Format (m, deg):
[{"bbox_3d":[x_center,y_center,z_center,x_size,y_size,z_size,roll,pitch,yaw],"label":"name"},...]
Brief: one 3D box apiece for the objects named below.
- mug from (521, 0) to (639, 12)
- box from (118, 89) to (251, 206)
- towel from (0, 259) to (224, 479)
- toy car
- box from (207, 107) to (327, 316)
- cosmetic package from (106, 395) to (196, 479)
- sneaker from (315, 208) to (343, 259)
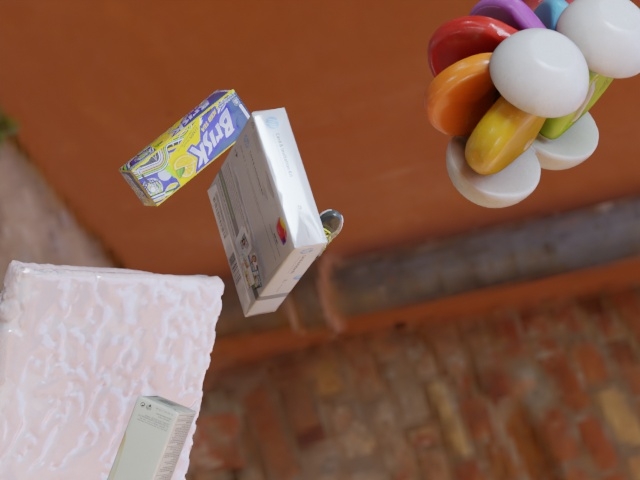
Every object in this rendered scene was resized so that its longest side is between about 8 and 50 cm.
[{"bbox_3d":[0.248,-0.283,1.745,0.150,0.113,0.169,2,90,-38],"label":"mug"},{"bbox_3d":[-0.163,-0.116,2.355,0.059,0.169,0.054,55,-18,-18],"label":"box"},{"bbox_3d":[-0.261,0.188,2.156,0.317,0.053,0.332,3,103,-48],"label":"towel"},{"bbox_3d":[0.153,-0.126,1.459,0.182,0.159,0.136,-31,67,-37],"label":"toy car"},{"bbox_3d":[-0.055,-0.025,1.863,0.186,0.038,0.145,124,-49,-62],"label":"box"},{"bbox_3d":[-0.154,0.196,1.668,0.060,0.041,0.115,23,88,-76],"label":"cosmetic package"},{"bbox_3d":[0.000,0.000,2.206,0.031,0.083,0.035,28,34,-10],"label":"sneaker"}]
